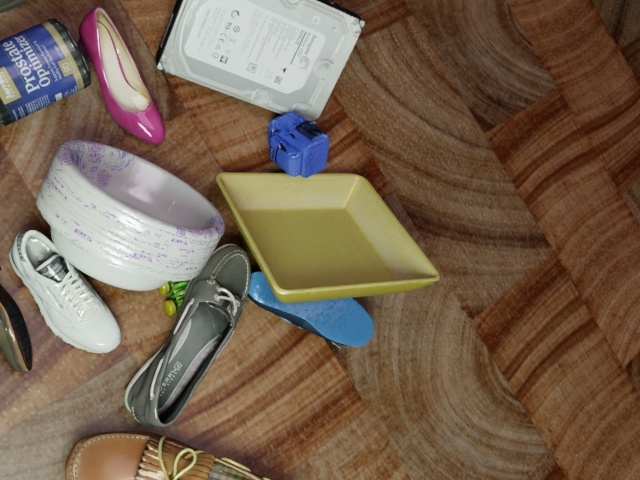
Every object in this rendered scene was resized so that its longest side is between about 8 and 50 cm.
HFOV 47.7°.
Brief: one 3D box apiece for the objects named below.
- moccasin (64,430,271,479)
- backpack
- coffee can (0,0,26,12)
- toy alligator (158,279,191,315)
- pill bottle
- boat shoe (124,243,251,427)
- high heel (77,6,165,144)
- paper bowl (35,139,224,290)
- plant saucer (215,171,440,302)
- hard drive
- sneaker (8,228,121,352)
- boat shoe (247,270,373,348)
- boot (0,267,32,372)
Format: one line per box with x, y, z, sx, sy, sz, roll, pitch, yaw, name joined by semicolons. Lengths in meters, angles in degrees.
-0.206;0.391;1.127;0.380;0.147;0.139;30;63;-18;moccasin
-0.054;-0.191;1.410;0.101;0.098;0.120;-27;58;-33;backpack
-0.586;-0.536;1.171;0.201;0.201;0.275;-31;91;-32;coffee can
-0.252;0.065;1.259;0.056;0.051;0.189;-15;82;-32;toy alligator
-0.498;-0.261;1.172;0.219;0.123;0.123;-33;92;-20;pill bottle
-0.196;0.158;1.198;0.112;0.095;0.335;42;70;-34;boat shoe
-0.342;-0.288;1.280;0.082;0.117;0.244;-30;91;-33;high heel
-0.307;-0.028;1.151;0.284;0.284;0.148;25;104;-20;paper bowl
0.000;0.000;1.334;0.333;0.081;0.333;-3;41;-29;plant saucer
-0.113;-0.379;1.376;0.339;0.237;0.064;16;27;-26;hard drive
-0.403;0.084;1.146;0.235;0.095;0.090;50;57;-9;sneaker
-0.020;0.115;1.346;0.258;0.089;0.109;31;76;-13;boat shoe
-0.522;0.113;1.099;0.106;0.082;0.219;-22;94;-8;boot
